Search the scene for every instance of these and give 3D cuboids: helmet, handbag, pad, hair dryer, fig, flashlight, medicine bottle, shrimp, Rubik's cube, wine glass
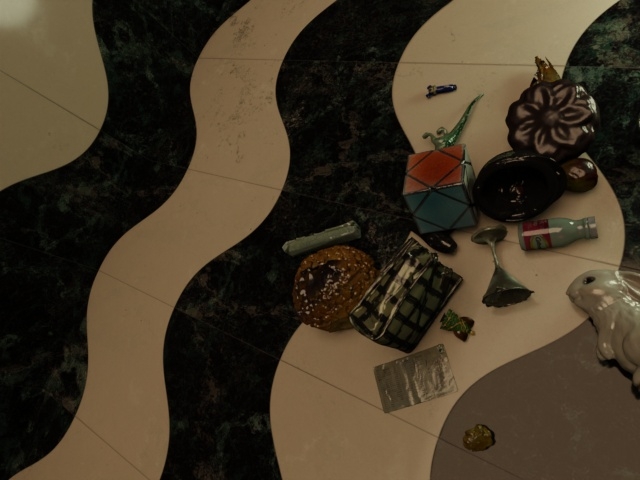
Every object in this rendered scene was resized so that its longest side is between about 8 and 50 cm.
[{"bbox_3d":[0.625,-0.194,1.567,0.278,0.230,0.161,-29,22,34],"label":"helmet"},{"bbox_3d":[0.278,0.184,1.563,0.162,0.325,0.327,40,94,34],"label":"handbag"},{"bbox_3d":[0.306,0.457,1.631,0.264,0.009,0.160,-25,60,21],"label":"pad"},{"bbox_3d":[0.444,-0.067,1.740,0.219,0.075,0.195,-47,44,-6],"label":"hair dryer"},{"bbox_3d":[0.783,-0.199,1.551,0.154,0.103,0.109,-13,43,27],"label":"fig"},{"bbox_3d":[0.473,-0.596,1.941,0.121,0.035,0.058,1,70,32],"label":"flashlight"},{"bbox_3d":[0.727,-0.025,1.519,0.216,0.090,0.091,-9,66,28],"label":"medicine bottle"},{"bbox_3d":[0.770,-0.513,1.717,0.152,0.062,0.288,-28,59,33],"label":"shrimp"},{"bbox_3d":[0.411,-0.172,1.669,0.205,0.205,0.208,-10,46,26],"label":"Rubik's cube"},{"bbox_3d":[0.558,0.078,1.554,0.156,0.156,0.233,-18,58,24],"label":"wine glass"}]

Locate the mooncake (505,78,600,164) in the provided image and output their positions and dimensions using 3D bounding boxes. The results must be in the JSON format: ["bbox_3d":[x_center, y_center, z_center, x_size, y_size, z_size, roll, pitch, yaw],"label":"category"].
[{"bbox_3d":[0.741,-0.377,1.589,0.282,0.141,0.284,-3,84,32],"label":"mooncake"}]

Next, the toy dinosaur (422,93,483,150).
[{"bbox_3d":[0.465,-0.411,1.851,0.129,0.076,0.383,25,89,30],"label":"toy dinosaur"}]

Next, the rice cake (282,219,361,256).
[{"bbox_3d":[0.000,0.000,1.970,0.336,0.066,0.063,-17,54,24],"label":"rice cake"}]

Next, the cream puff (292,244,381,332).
[{"bbox_3d":[0.056,0.171,1.766,0.342,0.231,0.327,21,79,36],"label":"cream puff"}]

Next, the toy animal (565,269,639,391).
[{"bbox_3d":[0.835,0.215,1.310,0.257,0.193,0.358,-38,47,25],"label":"toy animal"}]

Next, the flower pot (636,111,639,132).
[{"bbox_3d":[1.026,-0.335,1.454,0.157,0.106,0.158,-14,64,30],"label":"flower pot"}]

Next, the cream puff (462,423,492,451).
[{"bbox_3d":[0.461,0.583,1.459,0.058,0.083,0.083,-130,62,-80],"label":"cream puff"}]

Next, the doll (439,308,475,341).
[{"bbox_3d":[0.439,0.268,1.585,0.113,0.077,0.078,22,74,35],"label":"doll"}]
